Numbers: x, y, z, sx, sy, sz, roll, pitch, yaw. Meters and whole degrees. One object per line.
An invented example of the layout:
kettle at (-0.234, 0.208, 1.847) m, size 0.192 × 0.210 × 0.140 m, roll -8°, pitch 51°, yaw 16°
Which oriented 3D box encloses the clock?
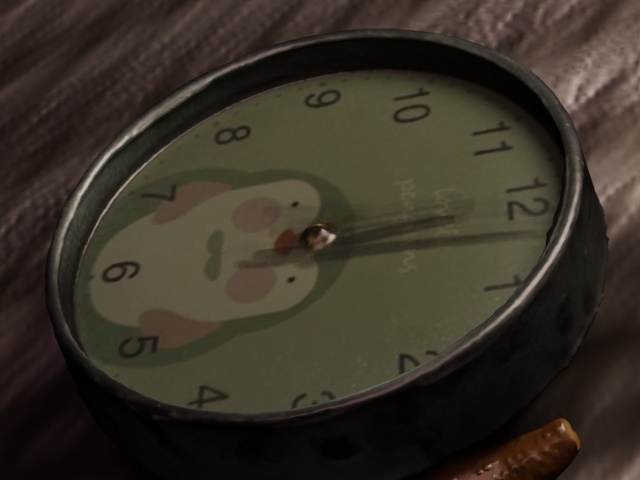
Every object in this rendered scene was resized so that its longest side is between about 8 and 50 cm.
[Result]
clock at (0.000, 0.000, 0.872) m, size 0.319 × 0.066 × 0.319 m, roll -10°, pitch 43°, yaw 10°

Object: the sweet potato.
sweet potato at (-0.016, 0.148, 0.819) m, size 0.314 × 0.066 × 0.072 m, roll -11°, pitch 15°, yaw 7°
